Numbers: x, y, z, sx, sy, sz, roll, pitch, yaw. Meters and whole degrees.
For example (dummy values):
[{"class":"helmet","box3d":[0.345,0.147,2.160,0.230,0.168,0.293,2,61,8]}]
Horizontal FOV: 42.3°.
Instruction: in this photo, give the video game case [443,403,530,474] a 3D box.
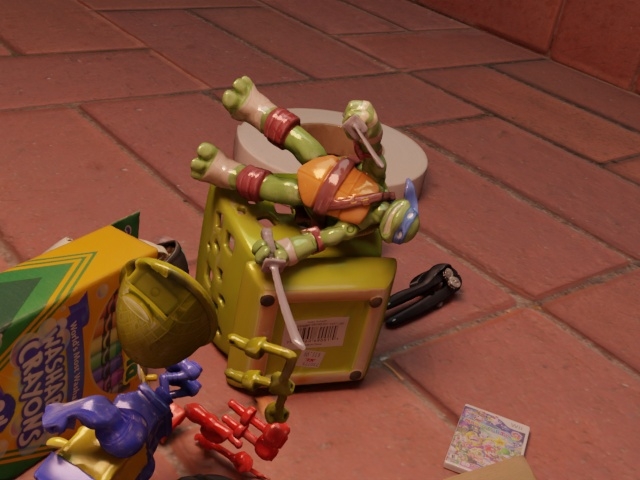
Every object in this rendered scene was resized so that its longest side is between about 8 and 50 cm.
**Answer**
[{"class":"video game case","box3d":[0.207,0.254,1.020,0.087,0.011,0.122,18,29,14]}]

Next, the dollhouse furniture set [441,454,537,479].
[{"class":"dollhouse furniture set","box3d":[0.169,0.349,0.751,0.212,0.161,0.242,-7,55,-28]}]

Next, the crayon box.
[{"class":"crayon box","box3d":[-0.286,0.116,0.907,0.083,0.203,0.323,24,31,23]}]

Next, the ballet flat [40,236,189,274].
[{"class":"ballet flat","box3d":[-0.319,0.040,1.149,0.280,0.096,0.095,-8,34,-29]}]

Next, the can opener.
[{"class":"can opener","box3d":[0.157,0.087,1.278,0.186,0.073,0.059,-30,86,-46]}]

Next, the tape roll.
[{"class":"tape roll","box3d":[0.020,-0.166,1.664,0.391,0.072,0.392,8,29,-5]}]

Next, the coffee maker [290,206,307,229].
[{"class":"coffee maker","box3d":[0.000,0.000,1.333,0.171,0.120,0.178,-4,20,26]}]

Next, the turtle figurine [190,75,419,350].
[{"class":"turtle figurine","box3d":[-0.026,-0.073,0.924,0.266,0.198,0.274,29,38,21]}]

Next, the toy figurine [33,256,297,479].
[{"class":"toy figurine","box3d":[-0.166,0.200,0.752,0.191,0.363,0.217,36,60,11]}]

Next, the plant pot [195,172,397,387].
[{"class":"plant pot","box3d":[-0.032,0.060,1.083,0.228,0.227,0.207,0,36,-19]}]

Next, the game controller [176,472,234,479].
[{"class":"game controller","box3d":[-0.050,0.305,0.609,0.166,0.067,0.319,-21,46,-36]}]
